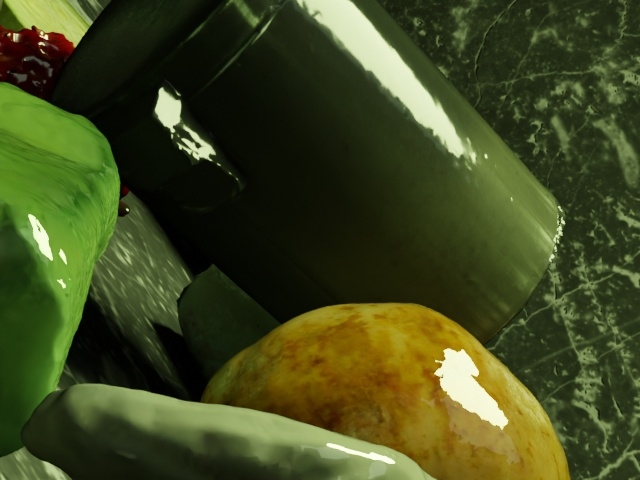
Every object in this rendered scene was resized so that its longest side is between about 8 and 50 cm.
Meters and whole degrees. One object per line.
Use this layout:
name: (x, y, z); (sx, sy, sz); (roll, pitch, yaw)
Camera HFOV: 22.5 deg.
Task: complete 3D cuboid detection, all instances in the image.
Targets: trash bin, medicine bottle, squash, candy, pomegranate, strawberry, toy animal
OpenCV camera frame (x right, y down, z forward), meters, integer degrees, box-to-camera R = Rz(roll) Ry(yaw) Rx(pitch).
trash bin: (-0.004, -0.054, 1.072); (0.301, 0.203, 0.252); (44, 34, -25)
medicine bottle: (-0.021, 0.082, 1.261); (0.143, 0.147, 0.147); (57, 7, 22)
squash: (-0.258, -0.186, 1.505); (0.252, 0.049, 0.252); (51, 9, -11)
candy: (-0.173, 0.000, 0.773); (0.343, 0.142, 0.132); (-102, -161, -78)
pomegranate: (0.034, 0.152, 0.968); (0.248, 0.248, 0.248); (52, 6, -8)
strawberry: (-0.200, -0.096, 1.110); (0.190, 0.111, 0.236); (58, 9, 24)
toy animal: (-0.004, 0.219, 0.697); (0.308, 0.266, 0.188); (111, -27, -46)

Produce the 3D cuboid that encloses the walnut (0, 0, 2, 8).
walnut: (-0.242, -0.164, 0.729); (0.224, 0.224, 0.224); (52, 6, -8)
